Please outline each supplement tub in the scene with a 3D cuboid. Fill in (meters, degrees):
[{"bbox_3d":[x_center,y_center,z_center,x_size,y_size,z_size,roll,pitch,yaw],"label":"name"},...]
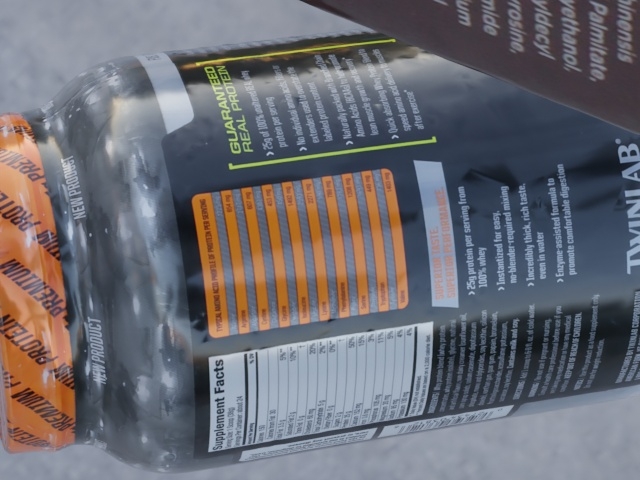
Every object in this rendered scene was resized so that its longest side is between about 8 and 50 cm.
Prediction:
[{"bbox_3d":[0.000,0.000,0.989,0.338,0.207,0.207,-7,59,-13],"label":"supplement tub"}]

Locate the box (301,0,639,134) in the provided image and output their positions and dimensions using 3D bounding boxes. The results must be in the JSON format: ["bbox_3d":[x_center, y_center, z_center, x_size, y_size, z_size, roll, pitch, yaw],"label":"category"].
[{"bbox_3d":[0.061,-0.148,0.452,0.381,0.143,0.191,25,61,25],"label":"box"}]
